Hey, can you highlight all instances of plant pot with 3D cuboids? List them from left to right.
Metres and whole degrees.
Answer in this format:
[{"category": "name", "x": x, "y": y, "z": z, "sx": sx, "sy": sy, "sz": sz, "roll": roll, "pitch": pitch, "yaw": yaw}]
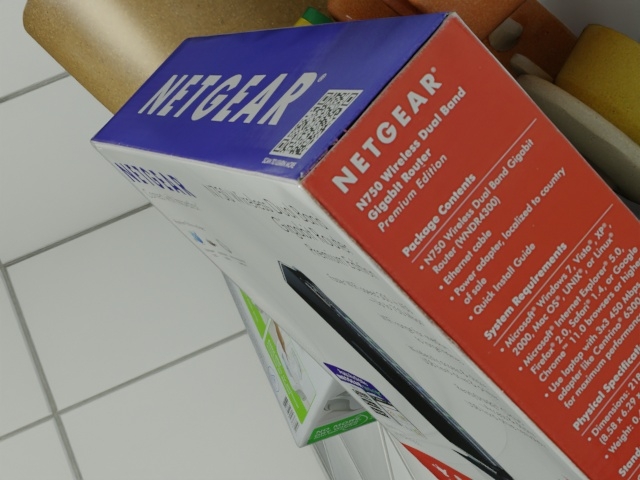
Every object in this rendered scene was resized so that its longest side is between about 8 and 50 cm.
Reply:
[{"category": "plant pot", "x": -0.023, "y": -0.110, "z": 0.921, "sx": 0.254, "sy": 0.237, "sz": 0.237, "roll": 52, "pitch": 171, "yaw": 3}]

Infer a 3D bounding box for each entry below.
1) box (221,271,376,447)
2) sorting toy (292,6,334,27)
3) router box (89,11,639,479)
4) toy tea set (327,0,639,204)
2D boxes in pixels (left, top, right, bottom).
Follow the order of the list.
[{"category": "box", "x": 0.000, "y": 0.000, "z": 1.157, "sx": 0.231, "sy": 0.127, "sz": 0.262, "roll": 110, "pitch": 139, "yaw": -59}, {"category": "sorting toy", "x": 0.080, "y": -0.032, "z": 0.747, "sx": 0.132, "sy": 0.046, "sz": 0.274, "roll": 37, "pitch": -177, "yaw": -41}, {"category": "router box", "x": 0.059, "y": 0.035, "z": 0.658, "sx": 0.301, "sy": 0.082, "sz": 0.335, "roll": 45, "pitch": 170, "yaw": -19}, {"category": "toy tea set", "x": 0.071, "y": -0.144, "z": 0.654, "sx": 0.200, "sy": 0.124, "sz": 0.336, "roll": 37, "pitch": -177, "yaw": -28}]
